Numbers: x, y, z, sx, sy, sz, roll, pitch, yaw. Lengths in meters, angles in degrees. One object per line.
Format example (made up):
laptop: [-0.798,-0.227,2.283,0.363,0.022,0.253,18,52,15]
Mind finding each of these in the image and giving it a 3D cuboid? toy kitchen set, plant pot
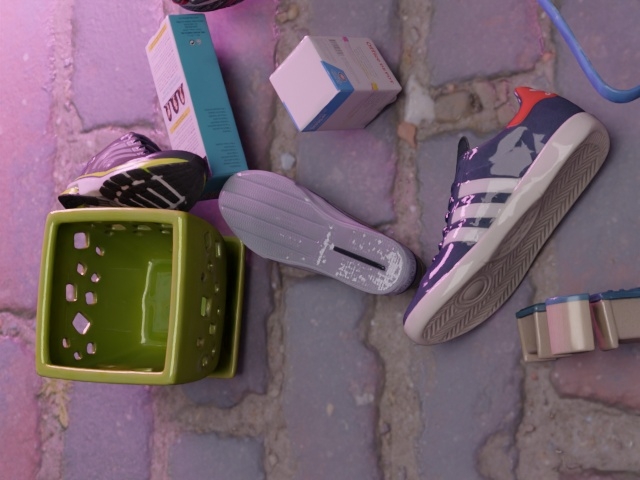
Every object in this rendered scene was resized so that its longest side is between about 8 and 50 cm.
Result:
toy kitchen set: [0.352,0.071,1.666,0.207,0.166,0.122,-4,81,-9]
plant pot: [-0.226,0.080,1.891,0.228,0.207,0.227,1,84,29]

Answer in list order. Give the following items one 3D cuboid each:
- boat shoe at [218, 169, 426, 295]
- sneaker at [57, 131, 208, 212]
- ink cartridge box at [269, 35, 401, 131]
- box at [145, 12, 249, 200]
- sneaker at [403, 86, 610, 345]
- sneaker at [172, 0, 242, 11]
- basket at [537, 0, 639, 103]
boat shoe: [0.000,0.000,1.841,0.302,0.094,0.109,28,92,27]
sneaker: [-0.252,-0.098,1.937,0.300,0.111,0.121,-6,53,48]
ink cartridge box: [0.026,-0.204,1.834,0.090,0.143,0.092,-44,65,36]
box: [-0.173,-0.185,1.951,0.100,0.060,0.244,-39,63,57]
sneaker: [0.198,-0.035,1.733,0.148,0.131,0.350,43,99,32]
sneaker: [-0.076,-0.407,1.929,0.299,0.112,0.120,-21,80,11]
basket: [0.385,-0.310,1.593,0.289,0.201,0.254,-25,69,-9]
